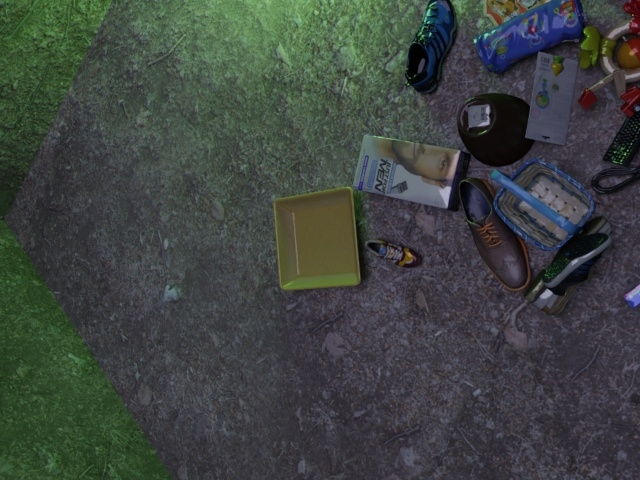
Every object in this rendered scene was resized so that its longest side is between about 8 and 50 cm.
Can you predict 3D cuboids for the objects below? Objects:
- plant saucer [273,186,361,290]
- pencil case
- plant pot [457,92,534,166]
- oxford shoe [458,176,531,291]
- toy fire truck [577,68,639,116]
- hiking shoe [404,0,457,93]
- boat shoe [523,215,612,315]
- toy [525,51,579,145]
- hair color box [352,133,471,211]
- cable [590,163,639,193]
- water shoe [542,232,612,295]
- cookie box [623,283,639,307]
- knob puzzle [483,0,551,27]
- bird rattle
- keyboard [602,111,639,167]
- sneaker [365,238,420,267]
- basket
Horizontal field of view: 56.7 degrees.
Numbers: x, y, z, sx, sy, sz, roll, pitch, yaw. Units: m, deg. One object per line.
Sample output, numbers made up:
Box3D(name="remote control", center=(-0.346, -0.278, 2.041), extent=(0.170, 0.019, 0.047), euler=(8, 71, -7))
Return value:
Box3D(name="plant saucer", center=(0.000, 0.000, 2.070), extent=(0.333, 0.081, 0.332), euler=(-7, 86, 33))
Box3D(name="pencil case", center=(0.595, -0.580, 1.679), extent=(0.306, 0.119, 0.133), euler=(-18, 91, 31))
Box3D(name="plant pot", center=(0.479, -0.331, 1.683), extent=(0.215, 0.230, 0.215), euler=(-1, 89, 32))
Box3D(name="oxford shoe", center=(0.492, -0.017, 1.728), extent=(0.130, 0.133, 0.363), euler=(-32, 73, 27))
Box3D(name="toy fire truck", center=(0.785, -0.395, 1.534), extent=(0.135, 0.047, 0.192), euler=(37, 119, -2))
Box3D(name="hiking shoe", center=(0.340, -0.614, 1.831), extent=(0.113, 0.132, 0.304), euler=(13, 96, 32))
Box3D(name="boat shoe", center=(0.696, 0.072, 1.625), extent=(0.103, 0.113, 0.302), euler=(38, 108, 5))
Box3D(name="toy", center=(0.640, -0.396, 1.668), extent=(0.056, 0.137, 0.237), euler=(-151, 69, -71))
Box3D(name="hair color box", center=(0.283, -0.218, 1.879), extent=(0.339, 0.110, 0.185), euler=(15, 96, 30))
Box3D(name="cable", center=(0.868, -0.196, 1.557), extent=(0.139, 0.072, 0.287), euler=(52, 128, 3))
Box3D(name="water shoe", center=(0.674, 0.061, 1.545), extent=(0.203, 0.080, 0.073), euler=(-40, 26, 15))
Box3D(name="cookie box", center=(0.835, 0.129, 1.525), extent=(0.092, 0.107, 0.040), euler=(-45, 68, 23))
Box3D(name="knob puzzle", center=(0.565, -0.730, 1.751), extent=(0.213, 0.030, 0.213), euler=(0, 89, 33))
Box3D(name="bird rattle", center=(0.818, -0.522, 1.565), extent=(0.254, 0.143, 0.207), euler=(-31, 85, 15))
Box3D(name="keyboard", center=(0.824, -0.278, 1.548), extent=(0.180, 0.023, 0.108), euler=(-62, 35, 6))
Box3D(name="sneaker", center=(0.231, 0.043, 1.920), extent=(0.185, 0.084, 0.069), euler=(18, 99, 31))
Box3D(name="basket", center=(0.592, -0.092, 1.573), extent=(0.255, 0.289, 0.201), euler=(45, 107, 28))
